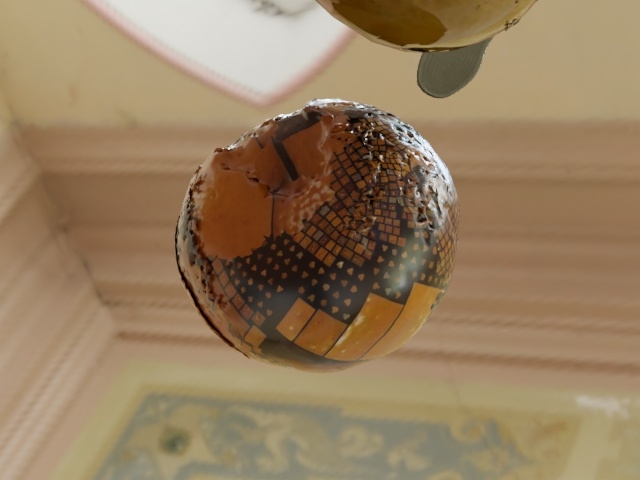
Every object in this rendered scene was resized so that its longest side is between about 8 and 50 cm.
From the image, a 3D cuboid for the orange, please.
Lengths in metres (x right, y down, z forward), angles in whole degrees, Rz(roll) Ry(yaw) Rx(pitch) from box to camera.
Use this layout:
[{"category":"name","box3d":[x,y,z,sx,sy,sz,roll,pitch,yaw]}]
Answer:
[{"category":"orange","box3d":[0.000,0.000,1.285,0.234,0.182,0.234,-11,-129,14]}]

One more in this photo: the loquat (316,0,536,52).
[{"category":"loquat","box3d":[0.081,-0.258,1.204,0.235,0.235,0.235,-12,-144,9]}]

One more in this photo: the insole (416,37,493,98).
[{"category":"insole","box3d":[0.129,-0.176,1.382,0.053,0.002,0.152,30,-122,16]}]
